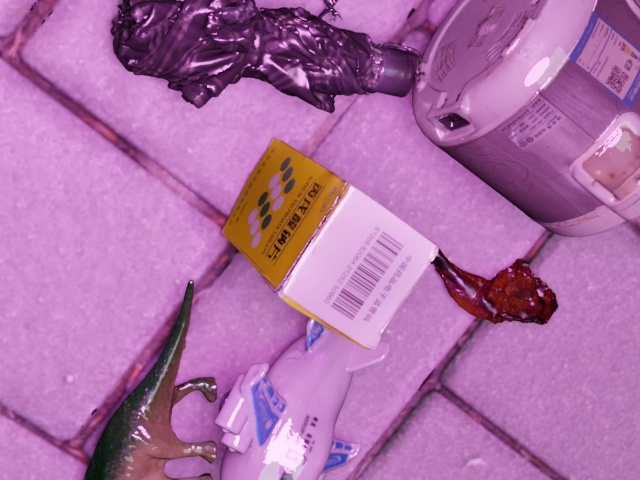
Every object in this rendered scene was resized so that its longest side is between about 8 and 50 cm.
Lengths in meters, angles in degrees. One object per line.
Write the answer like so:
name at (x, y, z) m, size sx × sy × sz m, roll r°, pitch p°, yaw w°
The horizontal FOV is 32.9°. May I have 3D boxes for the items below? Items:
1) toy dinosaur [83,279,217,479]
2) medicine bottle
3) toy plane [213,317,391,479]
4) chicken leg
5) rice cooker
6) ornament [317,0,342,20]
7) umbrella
toy dinosaur at (-0.275, 0.254, 1.273) m, size 0.300 × 0.087 × 0.447 m, roll 2°, pitch 103°, yaw -12°
medicine bottle at (0.000, 0.000, 1.193) m, size 0.141 × 0.250 × 0.137 m, roll 35°, pitch 91°, yaw -26°
toy plane at (-0.026, 0.212, 1.297) m, size 0.267 × 0.122 × 0.267 m, roll -25°, pitch 125°, yaw -42°
chicken leg at (0.218, 0.061, 1.391) m, size 0.205 × 0.053 × 0.093 m, roll 11°, pitch 78°, yaw -28°
rice cooker at (0.276, -0.164, 1.219) m, size 0.277 × 0.288 × 0.288 m, roll 35°, pitch 92°, yaw -21°
ornament at (-0.016, -0.290, 1.225) m, size 0.073 × 0.028 × 0.125 m, roll -18°, pitch 108°, yaw -14°
umbrella at (-0.059, -0.193, 1.181) m, size 0.336 × 0.128 × 0.154 m, roll 17°, pitch 136°, yaw -26°
